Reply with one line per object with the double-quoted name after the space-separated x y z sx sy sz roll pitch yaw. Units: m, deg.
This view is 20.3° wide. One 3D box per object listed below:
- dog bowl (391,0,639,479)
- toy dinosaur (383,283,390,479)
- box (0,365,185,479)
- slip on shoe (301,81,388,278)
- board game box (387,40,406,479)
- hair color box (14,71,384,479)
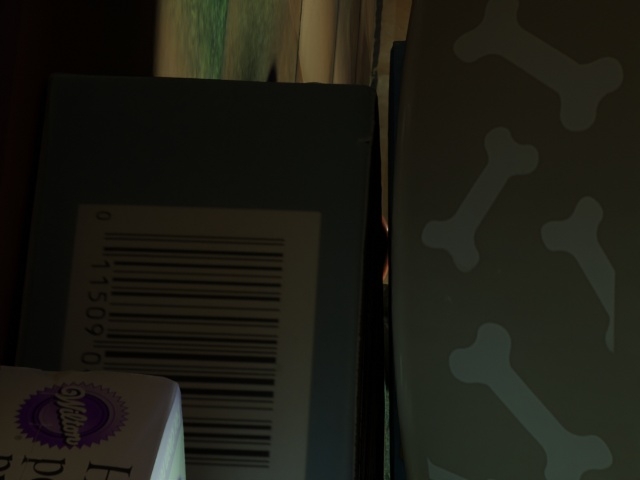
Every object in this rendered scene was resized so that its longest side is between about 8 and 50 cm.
0.113 -0.003 0.657 0.349 0.102 0.349 0 90 -72 "dog bowl"
0.003 0.157 0.958 0.121 0.160 0.314 81 12 -73 "toy dinosaur"
-0.082 0.143 0.361 0.324 0.063 0.067 -80 173 -60 "box"
0.000 0.000 1.239 0.331 0.101 0.123 -84 174 -56 "slip on shoe"
0.047 0.024 0.741 0.160 0.039 0.212 -62 151 -83 "board game box"
-0.032 0.095 0.711 0.374 0.113 0.185 85 8 -71 "hair color box"
